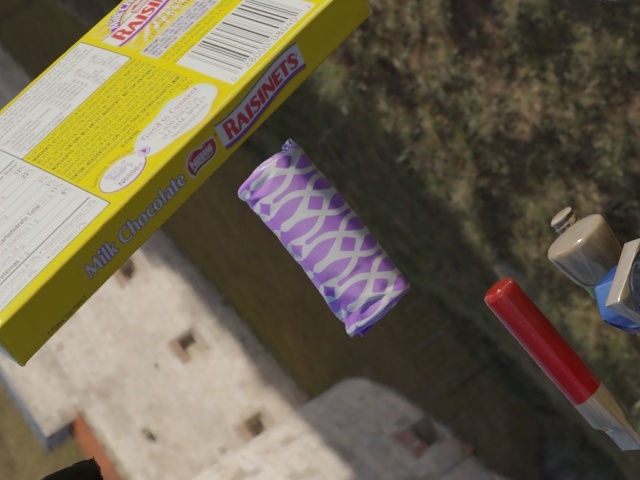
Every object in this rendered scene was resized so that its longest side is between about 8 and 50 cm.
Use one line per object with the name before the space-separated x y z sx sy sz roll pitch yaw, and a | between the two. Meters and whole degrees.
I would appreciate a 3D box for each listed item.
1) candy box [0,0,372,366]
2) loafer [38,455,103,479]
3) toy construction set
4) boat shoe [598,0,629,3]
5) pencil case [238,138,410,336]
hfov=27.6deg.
candy box | -0.081 -0.046 0.526 0.105 0.206 0.027 22 151 42
loafer | -0.162 0.250 1.067 0.080 0.078 0.220 51 173 39
toy construction set | 0.283 0.046 0.746 0.309 0.257 0.237 -33 101 39
boat shoe | 0.299 -0.268 0.864 0.116 0.324 0.097 54 -175 -27
pencil case | 0.000 0.000 1.313 0.206 0.086 0.088 52 140 3
